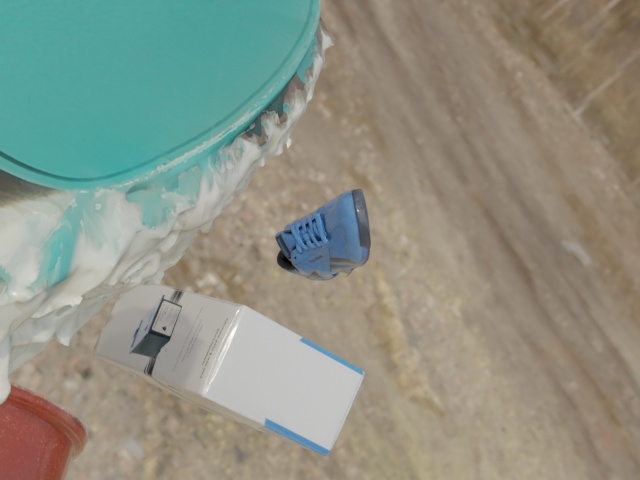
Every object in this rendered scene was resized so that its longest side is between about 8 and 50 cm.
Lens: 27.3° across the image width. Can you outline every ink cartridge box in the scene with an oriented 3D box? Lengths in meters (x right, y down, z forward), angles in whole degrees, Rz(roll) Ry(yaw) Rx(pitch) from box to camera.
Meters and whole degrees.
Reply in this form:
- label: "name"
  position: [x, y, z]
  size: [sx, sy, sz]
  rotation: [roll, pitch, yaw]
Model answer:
- label: "ink cartridge box"
  position: [-0.080, 0.101, 1.095]
  size: [0.139, 0.082, 0.190]
  rotation: [31, -14, -34]

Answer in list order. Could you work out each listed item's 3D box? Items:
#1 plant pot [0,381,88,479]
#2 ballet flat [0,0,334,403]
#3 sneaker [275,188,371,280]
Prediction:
- label: "plant pot"
  position: [-0.305, 0.234, 0.845]
  size: [0.272, 0.272, 0.265]
  rotation: [32, 55, -45]
- label: "ballet flat"
  position: [-0.139, 0.004, 0.360]
  size: [0.147, 0.147, 0.409]
  rotation: [50, 37, -2]
- label: "sneaker"
  position: [0.000, 0.000, 1.378]
  size: [0.209, 0.082, 0.069]
  rotation: [128, -42, -72]
